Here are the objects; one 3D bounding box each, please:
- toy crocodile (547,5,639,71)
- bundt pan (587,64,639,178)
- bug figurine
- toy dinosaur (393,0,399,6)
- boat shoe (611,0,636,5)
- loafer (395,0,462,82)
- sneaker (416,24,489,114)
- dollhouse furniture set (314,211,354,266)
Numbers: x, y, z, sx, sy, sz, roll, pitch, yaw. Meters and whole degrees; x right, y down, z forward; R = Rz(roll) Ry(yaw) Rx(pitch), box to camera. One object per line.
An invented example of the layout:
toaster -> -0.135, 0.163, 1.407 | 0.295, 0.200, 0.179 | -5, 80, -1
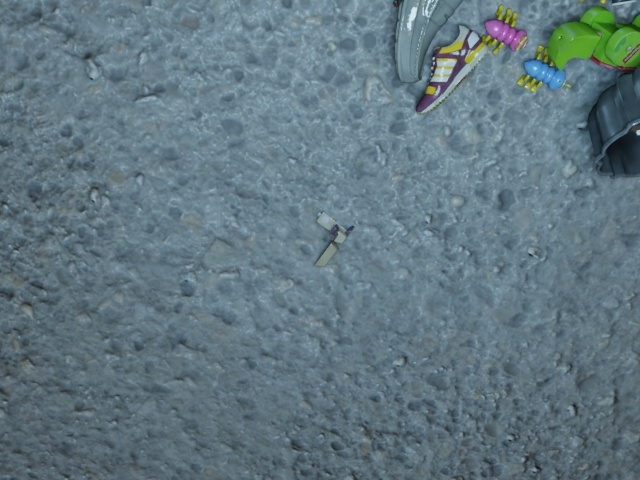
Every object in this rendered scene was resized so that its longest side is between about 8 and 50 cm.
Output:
toy crocodile -> 0.577, -0.359, 1.452 | 0.341, 0.115, 0.105 | -5, 131, -25
bundt pan -> 0.647, -0.247, 1.454 | 0.331, 0.331, 0.124 | -20, 69, 7
bug figurine -> 0.428, -0.422, 1.482 | 0.216, 0.072, 0.279 | 20, 111, -8
toy dinosaur -> 0.149, -0.485, 1.473 | 0.090, 0.047, 0.082 | -25, 129, -2
boat shoe -> 0.585, -0.466, 1.458 | 0.125, 0.046, 0.038 | -25, 112, -24
loafer -> 0.208, -0.446, 1.447 | 0.111, 0.112, 0.319 | 13, 112, 11
sneaker -> 0.239, -0.330, 1.527 | 0.084, 0.069, 0.185 | 44, 106, 1
dollhouse furniture set -> 0.000, 0.000, 1.652 | 0.081, 0.091, 0.114 | 37, 111, 2
